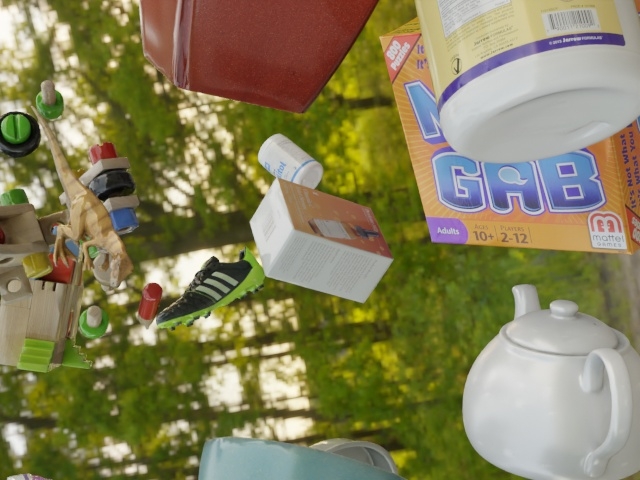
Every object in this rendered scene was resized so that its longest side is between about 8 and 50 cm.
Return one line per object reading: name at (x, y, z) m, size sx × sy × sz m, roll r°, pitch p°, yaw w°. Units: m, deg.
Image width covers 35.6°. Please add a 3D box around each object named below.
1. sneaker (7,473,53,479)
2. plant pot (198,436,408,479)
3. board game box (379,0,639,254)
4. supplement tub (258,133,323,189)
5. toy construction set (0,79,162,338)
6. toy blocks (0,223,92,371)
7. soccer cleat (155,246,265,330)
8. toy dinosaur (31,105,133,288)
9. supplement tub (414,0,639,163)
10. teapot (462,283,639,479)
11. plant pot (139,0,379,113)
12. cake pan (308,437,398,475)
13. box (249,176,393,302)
sneaker at (-0.244, 0.319, 1.098) m, size 0.282 × 0.161 × 0.102 m, roll 17°, pitch 116°, yaw 56°
plant pot at (-0.028, 0.381, 1.228) m, size 0.290 × 0.290 × 0.195 m, roll 78°, pitch -156°, yaw -65°
board game box at (0.372, -0.222, 1.570) m, size 0.356 × 0.356 × 0.357 m, roll -36°, pitch -62°, yaw -40°
supplement tub at (-0.054, -0.137, 1.806) m, size 0.107 × 0.071 × 0.071 m, roll 39°, pitch 160°, yaw 27°
toy construction set at (-0.338, 0.014, 1.294) m, size 0.309 × 0.257 × 0.237 m, roll 43°, pitch 156°, yaw 5°
toy blocks at (-0.486, 0.086, 1.763) m, size 0.381 × 0.190 × 0.261 m, roll 155°, pitch 123°, yaw -82°
soccer cleat at (-0.160, 0.067, 1.389) m, size 0.072 × 0.179 × 0.060 m, roll 60°, pitch 148°, yaw 5°
toy dinosaur at (-0.259, -0.035, 1.089) m, size 0.211 × 0.064 × 0.112 m, roll 55°, pitch 132°, yaw 14°
supplement tub at (0.228, -0.280, 1.143) m, size 0.241 × 0.241 × 0.331 m, roll 77°, pitch -176°, yaw -73°
teapot at (0.292, 0.165, 1.199) m, size 0.252 × 0.256 × 0.187 m, roll -17°, pitch -67°, yaw -50°
plant pot at (-0.095, -0.309, 1.272) m, size 0.267 × 0.267 × 0.236 m, roll 45°, pitch 123°, yaw 57°
cake pan at (0.008, 0.471, 1.754) m, size 0.054 × 0.293 × 0.293 m, roll 33°, pitch 142°, yaw 48°
box at (0.000, 0.000, 1.456) m, size 0.091 × 0.170 × 0.130 m, roll -58°, pitch 32°, yaw 27°
